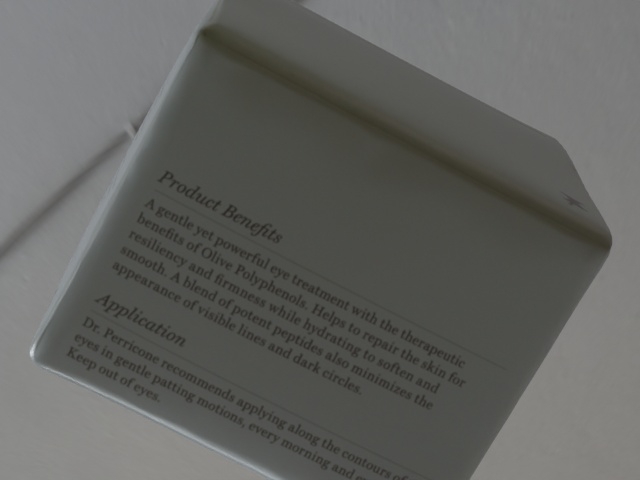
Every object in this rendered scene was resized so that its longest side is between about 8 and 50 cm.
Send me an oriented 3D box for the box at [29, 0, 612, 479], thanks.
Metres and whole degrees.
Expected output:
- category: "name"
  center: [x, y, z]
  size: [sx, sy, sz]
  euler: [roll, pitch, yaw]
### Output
- category: "box"
  center: [0.000, 0.000, 0.422]
  size: [0.101, 0.102, 0.087]
  euler: [27, -75, -7]
